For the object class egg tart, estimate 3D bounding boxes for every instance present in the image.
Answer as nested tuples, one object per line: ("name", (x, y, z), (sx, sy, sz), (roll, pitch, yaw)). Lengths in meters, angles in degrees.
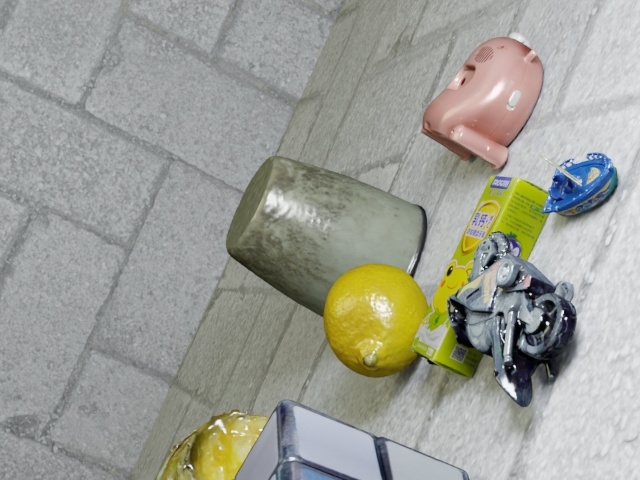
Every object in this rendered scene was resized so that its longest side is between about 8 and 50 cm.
("egg tart", (-0.135, 0.422, 2.132), (0.345, 0.345, 0.132), (-81, -4, -48))

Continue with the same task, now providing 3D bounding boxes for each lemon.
("lemon", (0.097, 0.139, 2.087), (0.187, 0.186, 0.244), (-54, 22, 34))

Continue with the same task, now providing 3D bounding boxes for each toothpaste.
("toothpaste", (0.255, 0.055, 1.897), (0.328, 0.077, 0.110), (-65, 14, -1))

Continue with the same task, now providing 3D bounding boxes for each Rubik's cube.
("Rubik's cube", (0.019, 0.455, 1.585), (0.318, 0.313, 0.316), (-59, 15, 21))

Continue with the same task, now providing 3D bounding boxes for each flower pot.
("flower pot", (0.000, 0.000, 2.369), (0.294, 0.330, 0.294), (-57, 18, 29))

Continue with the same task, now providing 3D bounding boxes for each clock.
("clock", (0.299, -0.271, 2.175), (0.241, 0.142, 0.227), (-60, 15, 3))

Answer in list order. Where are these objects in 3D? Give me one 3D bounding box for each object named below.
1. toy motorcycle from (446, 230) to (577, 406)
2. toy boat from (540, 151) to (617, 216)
("toy motorcycle", (0.265, 0.106, 1.707), (0.173, 0.108, 0.307), (-61, 22, 16))
("toy boat", (0.360, -0.093, 1.725), (0.175, 0.110, 0.091), (-23, 43, 65))
